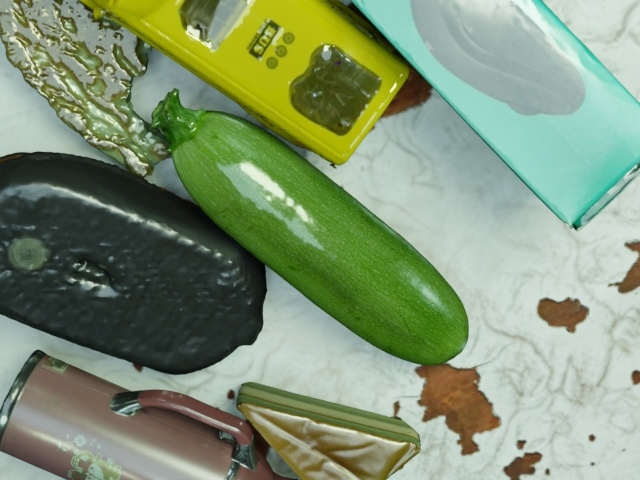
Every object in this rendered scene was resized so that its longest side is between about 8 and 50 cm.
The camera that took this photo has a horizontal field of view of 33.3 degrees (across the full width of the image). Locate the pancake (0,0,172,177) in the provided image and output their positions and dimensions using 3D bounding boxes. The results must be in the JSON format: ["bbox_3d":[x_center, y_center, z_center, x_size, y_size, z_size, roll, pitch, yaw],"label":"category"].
[{"bbox_3d":[-0.212,-0.245,1.025,0.197,0.054,0.376,-8,103,-5],"label":"pancake"}]

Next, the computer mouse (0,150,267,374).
[{"bbox_3d":[-0.205,0.018,1.045,0.323,0.116,0.183,24,113,-18],"label":"computer mouse"}]

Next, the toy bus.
[{"bbox_3d":[-0.088,-0.206,0.947,0.330,0.152,0.144,33,99,-20],"label":"toy bus"}]

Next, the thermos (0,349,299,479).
[{"bbox_3d":[-0.156,0.215,1.095,0.330,0.109,0.136,24,91,-3],"label":"thermos"}]

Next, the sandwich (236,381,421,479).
[{"bbox_3d":[0.008,0.182,1.097,0.113,0.079,0.163,-40,97,8],"label":"sandwich"}]

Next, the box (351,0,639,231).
[{"bbox_3d":[0.147,-0.171,0.951,0.118,0.205,0.311,-43,97,12],"label":"box"}]

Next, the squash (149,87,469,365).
[{"bbox_3d":[0.000,0.000,1.016,0.395,0.107,0.107,40,101,-17],"label":"squash"}]
